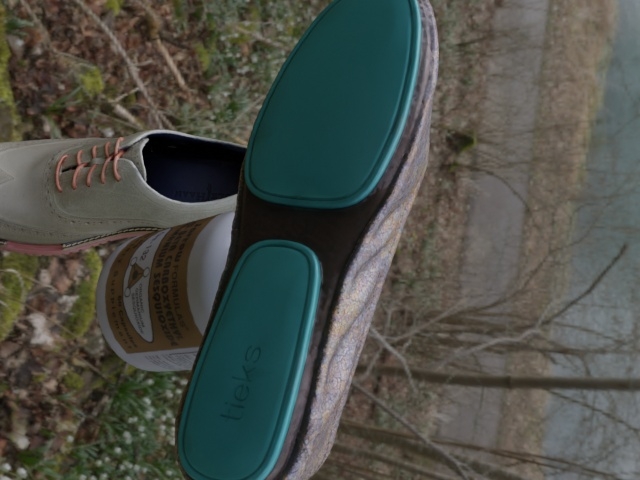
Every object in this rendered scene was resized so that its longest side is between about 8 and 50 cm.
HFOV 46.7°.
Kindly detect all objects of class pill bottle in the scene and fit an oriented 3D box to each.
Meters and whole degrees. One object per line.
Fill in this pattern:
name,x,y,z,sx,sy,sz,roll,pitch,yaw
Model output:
pill bottle,-0.076,0.042,0.631,0.131,0.229,0.131,15,70,-47

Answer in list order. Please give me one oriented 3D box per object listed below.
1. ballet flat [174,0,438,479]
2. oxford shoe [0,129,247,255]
ballet flat,0.000,0.000,0.445,0.106,0.108,0.316,42,66,-61
oxford shoe,-0.235,-0.073,0.806,0.397,0.146,0.140,-2,66,-14
